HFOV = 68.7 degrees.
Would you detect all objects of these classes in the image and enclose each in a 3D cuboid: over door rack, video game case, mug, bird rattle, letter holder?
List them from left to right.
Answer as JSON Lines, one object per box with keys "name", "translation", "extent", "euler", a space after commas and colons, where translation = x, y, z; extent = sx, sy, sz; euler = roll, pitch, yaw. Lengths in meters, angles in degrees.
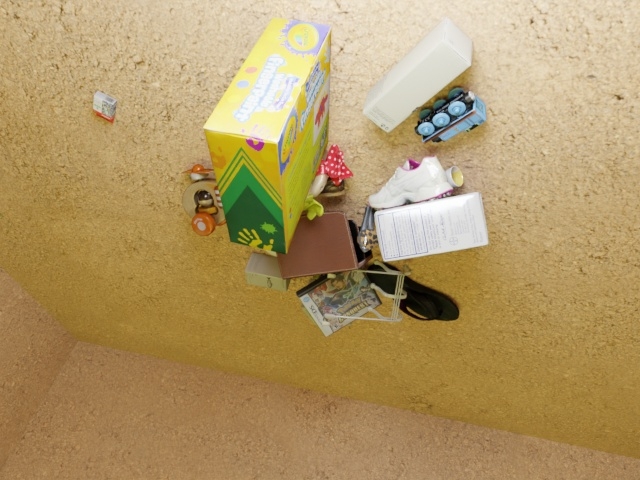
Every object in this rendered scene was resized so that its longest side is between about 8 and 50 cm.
{"name": "bird rattle", "translation": [-0.038, -0.196, 1.440], "extent": [0.207, 0.253, 0.143], "euler": [36, -167, 23]}
{"name": "letter holder", "translation": [0.000, 0.000, 1.650], "extent": [0.302, 0.152, 0.214], "euler": [-10, 99, 28]}
{"name": "video game case", "translation": [0.078, 0.229, 1.861], "extent": [0.275, 0.035, 0.248], "euler": [-31, 118, 0]}
{"name": "over door rack", "translation": [0.168, 0.197, 1.794], "extent": [0.325, 0.108, 0.239], "euler": [0, 116, -9]}
{"name": "mug", "translation": [0.384, -0.177, 1.396], "extent": [0.064, 0.062, 0.078], "euler": [-18, 122, 48]}

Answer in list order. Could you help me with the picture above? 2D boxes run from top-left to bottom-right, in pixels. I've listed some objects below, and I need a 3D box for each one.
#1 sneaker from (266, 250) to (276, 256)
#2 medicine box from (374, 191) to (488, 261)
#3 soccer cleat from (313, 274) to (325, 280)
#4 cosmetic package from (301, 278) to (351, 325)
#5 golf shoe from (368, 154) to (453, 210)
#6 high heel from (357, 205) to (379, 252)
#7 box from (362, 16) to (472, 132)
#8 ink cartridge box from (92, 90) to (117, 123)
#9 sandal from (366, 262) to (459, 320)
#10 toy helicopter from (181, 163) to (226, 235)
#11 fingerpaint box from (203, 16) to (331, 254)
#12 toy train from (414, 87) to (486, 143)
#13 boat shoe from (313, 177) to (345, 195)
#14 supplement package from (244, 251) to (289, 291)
{"name": "sneaker", "translation": [-0.169, -0.041, 1.741], "extent": [0.152, 0.114, 0.305], "euler": [-15, 134, 37]}
{"name": "medicine box", "translation": [0.327, -0.030, 1.387], "extent": [0.290, 0.148, 0.263], "euler": [-10, 176, 14]}
{"name": "soccer cleat", "translation": [0.041, 0.090, 1.851], "extent": [0.121, 0.093, 0.289], "euler": [13, 143, 1]}
{"name": "cosmetic package", "translation": [0.042, 0.267, 2.031], "extent": [0.184, 0.151, 0.151], "euler": [-4, 139, 26]}
{"name": "golf shoe", "translation": [0.260, -0.172, 1.430], "extent": [0.306, 0.115, 0.140], "euler": [-10, 100, 49]}
{"name": "high heel", "translation": [0.237, 0.015, 1.595], "extent": [0.261, 0.186, 0.093], "euler": [31, 141, -18]}
{"name": "box", "translation": [0.229, -0.390, 1.134], "extent": [0.094, 0.113, 0.275], "euler": [33, 142, -21]}
{"name": "ink cartridge box", "translation": [-0.702, -0.423, 1.520], "extent": [0.063, 0.029, 0.115], "euler": [26, 142, -13]}
{"name": "sandal", "translation": [0.369, 0.246, 1.912], "extent": [0.446, 0.106, 0.167], "euler": [29, 141, -15]}
{"name": "toy helicopter", "translation": [-0.342, -0.191, 1.609], "extent": [0.355, 0.140, 0.234], "euler": [-31, 99, 26]}
{"name": "fingerpaint box", "translation": [-0.104, -0.258, 1.155], "extent": [0.163, 0.444, 0.371], "euler": [12, 144, 8]}
{"name": "toy train", "translation": [0.335, -0.315, 1.220], "extent": [0.105, 0.080, 0.184], "euler": [30, 142, -27]}
{"name": "boat shoe", "translation": [-0.022, -0.184, 1.538], "extent": [0.207, 0.073, 0.073], "euler": [-6, 126, 14]}
{"name": "supplement package", "translation": [-0.217, 0.135, 1.999], "extent": [0.180, 0.105, 0.105], "euler": [11, 143, 8]}
